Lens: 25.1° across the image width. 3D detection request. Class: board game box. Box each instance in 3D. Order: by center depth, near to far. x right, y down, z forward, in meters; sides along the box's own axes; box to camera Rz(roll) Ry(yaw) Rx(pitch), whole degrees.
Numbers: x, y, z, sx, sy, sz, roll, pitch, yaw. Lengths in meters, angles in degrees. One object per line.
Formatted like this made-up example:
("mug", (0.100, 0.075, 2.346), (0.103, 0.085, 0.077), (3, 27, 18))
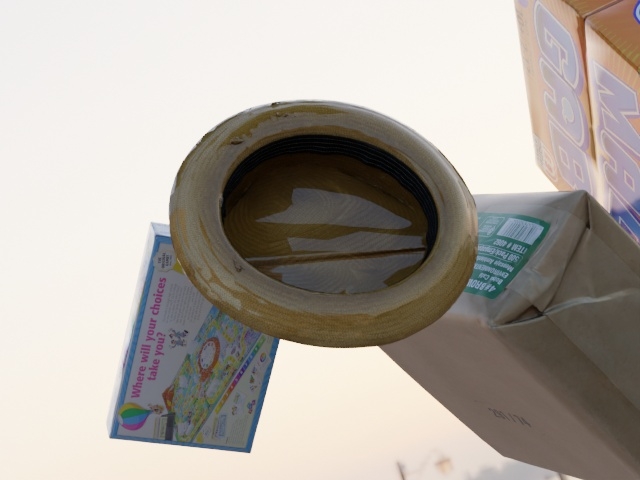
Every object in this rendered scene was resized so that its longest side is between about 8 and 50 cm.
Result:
("board game box", (-0.082, 0.069, 0.989), (0.103, 0.154, 0.026), (9, 19, -18))
("board game box", (0.470, -0.189, 1.660), (0.356, 0.356, 0.356), (-25, -45, -8))

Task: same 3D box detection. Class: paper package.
("paper package", (0.219, 0.100, 1.452), (0.168, 0.309, 0.325), (-54, 22, -14))

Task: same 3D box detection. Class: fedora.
("fedora", (0.000, 0.000, 0.905), (0.194, 0.194, 0.079), (-16, -26, -17))
